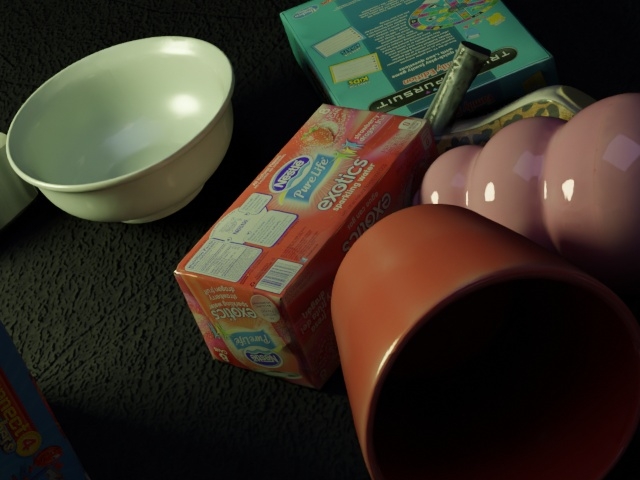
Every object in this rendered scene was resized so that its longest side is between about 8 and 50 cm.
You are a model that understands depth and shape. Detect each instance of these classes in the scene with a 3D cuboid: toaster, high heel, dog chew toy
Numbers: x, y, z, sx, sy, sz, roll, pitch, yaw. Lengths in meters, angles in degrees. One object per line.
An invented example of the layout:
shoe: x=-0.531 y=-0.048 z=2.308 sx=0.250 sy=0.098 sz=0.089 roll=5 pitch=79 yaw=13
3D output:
toaster: x=-0.471 y=-0.059 z=2.075 sx=0.186 sy=0.110 sz=0.168 roll=21 pitch=54 yaw=40
high heel: x=0.235 y=-0.092 z=1.861 sx=0.261 sy=0.186 sz=0.093 roll=28 pitch=22 yaw=7
dog chew toy: x=0.248 y=-0.042 z=1.678 sx=0.332 sy=0.206 sz=0.206 roll=-3 pitch=41 yaw=32

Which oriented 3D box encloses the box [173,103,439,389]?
box: x=0.000 y=0.000 z=1.771 sx=0.154 sy=0.142 sz=0.300 roll=12 pitch=48 yaw=34

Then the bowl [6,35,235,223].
bowl: x=-0.229 y=-0.115 z=2.018 sx=0.298 sy=0.134 sz=0.297 roll=-12 pitch=39 yaw=10

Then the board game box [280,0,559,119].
board game box: x=0.119 y=-0.230 z=2.047 sx=0.254 sy=0.079 sz=0.336 roll=-23 pitch=38 yaw=-4

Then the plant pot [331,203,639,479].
plant pot: x=0.132 y=0.099 z=1.519 sx=0.275 sy=0.275 sz=0.243 roll=-24 pitch=29 yaw=-5

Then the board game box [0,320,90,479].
board game box: x=-0.363 y=0.139 z=1.635 sx=0.086 sy=0.302 sz=0.308 roll=-35 pitch=41 yaw=-18
